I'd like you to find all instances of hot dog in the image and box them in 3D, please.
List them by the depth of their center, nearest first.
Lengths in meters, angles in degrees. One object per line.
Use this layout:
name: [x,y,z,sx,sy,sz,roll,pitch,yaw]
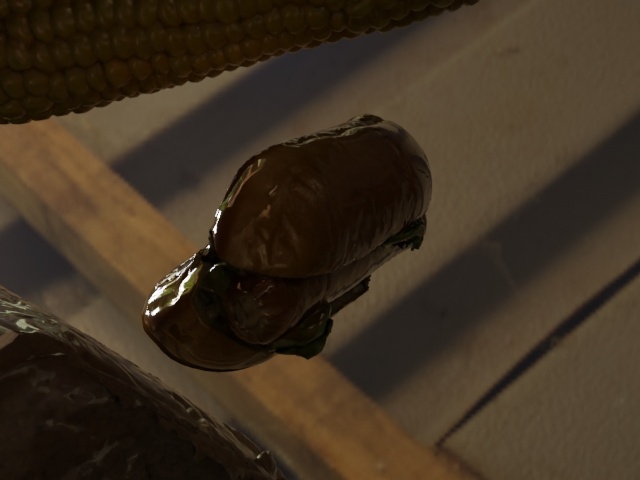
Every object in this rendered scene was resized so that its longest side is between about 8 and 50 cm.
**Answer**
hot dog: [0.000,0.000,0.686,0.068,0.100,0.249,39,-162,6]

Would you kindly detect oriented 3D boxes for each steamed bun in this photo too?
steamed bun: [-0.173,0.150,0.946,0.251,0.301,0.199,25,-99,47]

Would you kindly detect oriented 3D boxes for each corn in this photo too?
corn: [-0.046,-0.126,0.727,0.310,0.101,0.101,-16,-127,3]
